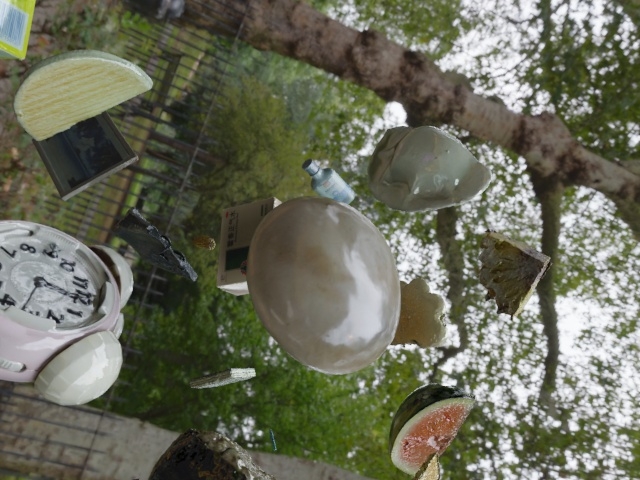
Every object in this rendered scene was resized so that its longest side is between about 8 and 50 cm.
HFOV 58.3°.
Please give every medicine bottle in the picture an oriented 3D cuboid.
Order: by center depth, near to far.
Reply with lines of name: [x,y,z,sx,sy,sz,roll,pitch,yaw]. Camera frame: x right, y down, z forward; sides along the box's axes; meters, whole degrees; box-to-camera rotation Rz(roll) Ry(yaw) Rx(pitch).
medicine bottle: [-0.660,-0.495,1.124,0.141,0.137,0.249,18,81,-69]
medicine bottle: [0.021,-0.182,1.838,0.090,0.208,0.053,-39,-143,13]

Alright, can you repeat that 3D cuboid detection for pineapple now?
pineapple: [0.491,0.080,1.464,0.186,0.236,0.114,-14,-171,35]

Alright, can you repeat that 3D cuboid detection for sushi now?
sushi: [-0.151,0.494,1.057,0.170,0.350,0.211,-50,169,-13]

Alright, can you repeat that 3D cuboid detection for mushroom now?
mushroom: [-0.009,0.094,1.148,0.295,0.362,0.362,-25,-138,32]

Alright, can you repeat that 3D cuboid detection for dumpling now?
dumpling: [0.196,-0.127,1.106,0.252,0.131,0.179,34,-106,31]

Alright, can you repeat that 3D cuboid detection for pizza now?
pizza: [0.232,0.497,1.243,0.026,0.123,0.108,31,-70,40]

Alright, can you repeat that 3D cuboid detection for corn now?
corn: [-0.312,0.005,1.538,0.092,0.037,0.037,5,-106,53]

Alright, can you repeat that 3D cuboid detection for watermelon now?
watermelon: [0.251,0.469,1.494,0.303,0.159,0.128,-64,-158,23]

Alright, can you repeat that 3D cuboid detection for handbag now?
handbag: [-0.449,0.015,1.577,0.175,0.270,0.088,25,-112,32]

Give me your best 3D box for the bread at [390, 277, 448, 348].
bread: [0.234,0.192,1.509,0.251,0.039,0.181,-12,-98,57]

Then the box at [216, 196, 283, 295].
box: [-0.163,0.017,1.431,0.168,0.095,0.211,-12,-116,27]

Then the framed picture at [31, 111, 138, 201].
framed picture: [-0.676,-0.261,1.640,0.315,0.232,0.024,47,-16,36]

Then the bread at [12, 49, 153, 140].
bread: [-0.342,-0.212,0.781,0.112,0.193,0.036,55,12,-63]

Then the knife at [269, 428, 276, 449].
knife: [-0.189,0.779,2.247,0.005,0.014,0.091,68,0,-48]

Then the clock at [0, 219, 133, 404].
clock: [-0.494,0.107,0.987,0.184,0.326,0.342,-51,-149,30]

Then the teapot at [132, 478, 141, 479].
teapot: [-0.457,0.676,1.439,0.148,0.116,0.145,-14,99,-64]

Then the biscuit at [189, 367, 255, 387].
biscuit: [-0.328,0.462,1.919,0.200,0.121,0.040,-21,-109,32]
